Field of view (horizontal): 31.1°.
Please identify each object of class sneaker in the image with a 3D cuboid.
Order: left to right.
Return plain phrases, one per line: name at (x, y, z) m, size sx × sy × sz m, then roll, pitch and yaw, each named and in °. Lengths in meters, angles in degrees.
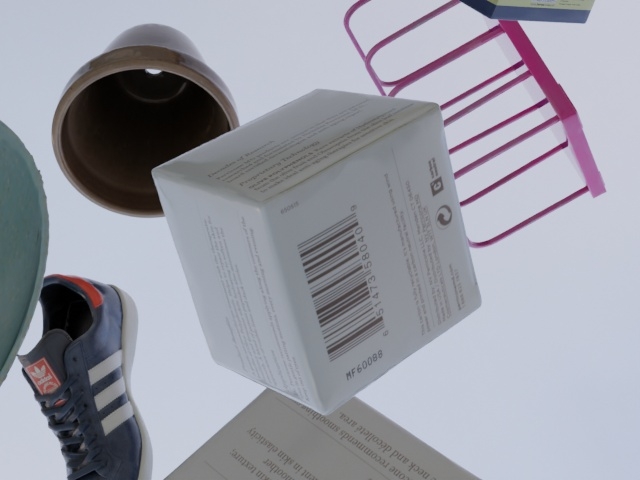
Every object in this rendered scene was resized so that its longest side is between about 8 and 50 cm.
sneaker at (-0.303, 0.196, 1.410) m, size 0.131 × 0.148 × 0.350 m, roll -29°, pitch -126°, yaw 23°

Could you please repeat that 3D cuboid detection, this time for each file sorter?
file sorter at (0.175, -0.166, 1.361) m, size 0.182 × 0.202 × 0.290 m, roll -29°, pitch -121°, yaw 9°

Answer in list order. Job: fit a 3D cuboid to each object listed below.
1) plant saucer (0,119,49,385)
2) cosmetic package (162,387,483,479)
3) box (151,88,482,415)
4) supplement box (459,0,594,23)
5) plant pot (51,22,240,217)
plant saucer at (-0.172, 0.034, 0.385) m, size 0.195 × 0.037 × 0.195 m, roll -10°, pitch -128°, yaw 12°
cosmetic package at (-0.016, 0.420, 1.284) m, size 0.394 × 0.327 × 0.329 m, roll -40°, pitch -138°, yaw -20°
box at (0.000, 0.000, 0.500) m, size 0.102 × 0.101 × 0.087 m, roll -31°, pitch -152°, yaw -30°
supplement box at (0.110, -0.164, 0.600) m, size 0.083 × 0.083 × 0.056 m, roll -7°, pitch -144°, yaw -41°
plant pot at (-0.247, -0.203, 1.673) m, size 0.263 × 0.263 × 0.229 m, roll -19°, pitch -142°, yaw 11°
